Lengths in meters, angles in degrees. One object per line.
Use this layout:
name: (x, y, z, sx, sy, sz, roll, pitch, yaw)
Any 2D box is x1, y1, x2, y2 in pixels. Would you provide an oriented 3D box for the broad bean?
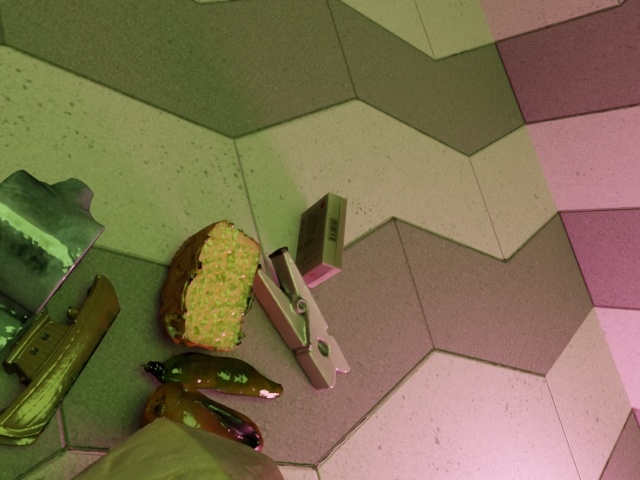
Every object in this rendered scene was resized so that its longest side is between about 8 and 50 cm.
broad bean: (-0.209, 0.271, 1.193, 0.339, 0.061, 0.077, 17, 44, -34)

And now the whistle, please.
whistle: (-0.529, 0.061, 0.976, 0.168, 0.188, 0.405, 39, 84, -16)

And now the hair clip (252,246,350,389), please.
hair clip: (-0.048, 0.183, 1.352, 0.101, 0.085, 0.331, -33, 94, -42)

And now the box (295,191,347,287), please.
box: (0.000, 0.000, 1.442, 0.058, 0.141, 0.201, 21, 56, -26)

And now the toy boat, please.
toy boat: (-0.456, 0.191, 1.008, 0.121, 0.089, 0.321, 28, 52, -8)

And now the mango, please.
mango: (-0.217, 0.352, 1.094, 0.248, 0.151, 0.156, 31, 18, -32)

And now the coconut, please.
coconut: (-0.219, 0.473, 0.888, 0.415, 0.415, 0.344, -23, 64, -44)

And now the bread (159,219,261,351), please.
bread: (-0.235, 0.097, 1.203, 0.160, 0.147, 0.261, 27, 61, -39)
